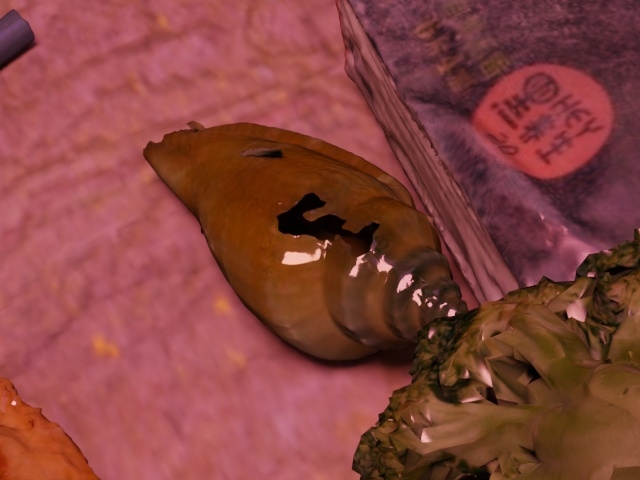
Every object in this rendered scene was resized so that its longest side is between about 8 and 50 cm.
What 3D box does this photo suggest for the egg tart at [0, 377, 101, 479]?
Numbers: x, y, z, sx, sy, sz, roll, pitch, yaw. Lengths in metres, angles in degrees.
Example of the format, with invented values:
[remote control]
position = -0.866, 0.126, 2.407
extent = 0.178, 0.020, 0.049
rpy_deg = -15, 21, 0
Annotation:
[egg tart]
position = -0.181, 0.159, 0.553
extent = 0.241, 0.106, 0.241
rpy_deg = -6, 51, 7

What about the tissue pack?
[tissue pack]
position = 0.189, -0.081, 0.684
extent = 0.315, 0.103, 0.228
rpy_deg = -21, 54, -7

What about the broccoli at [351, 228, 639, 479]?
[broccoli]
position = 0.145, 0.122, 0.446
extent = 0.307, 0.275, 0.308
rpy_deg = -1, 81, 5

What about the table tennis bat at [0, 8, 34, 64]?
[table tennis bat]
position = -0.215, -0.069, 0.784
extent = 0.155, 0.019, 0.100
rpy_deg = -41, 58, -19

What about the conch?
[conch]
position = 0.000, -0.002, 0.674
extent = 0.095, 0.080, 0.201
rpy_deg = -12, 41, -25
